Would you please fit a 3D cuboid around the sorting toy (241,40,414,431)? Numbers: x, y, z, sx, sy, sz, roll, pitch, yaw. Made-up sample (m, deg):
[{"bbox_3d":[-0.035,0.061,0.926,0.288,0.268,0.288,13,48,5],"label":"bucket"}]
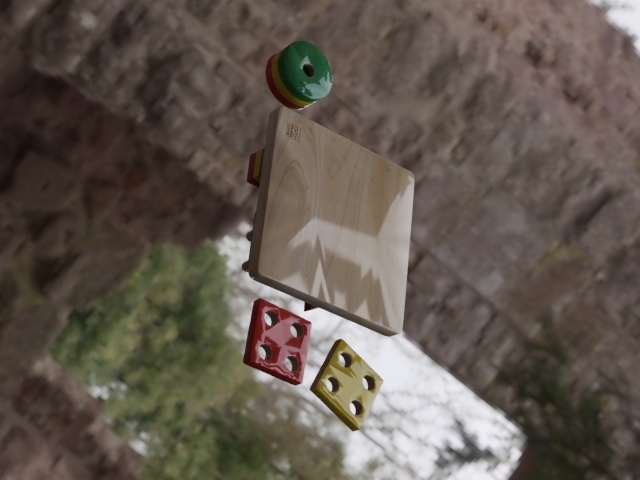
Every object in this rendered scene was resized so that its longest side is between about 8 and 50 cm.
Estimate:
[{"bbox_3d":[0.000,0.000,1.030,0.046,0.132,0.274,-24,-129,46],"label":"sorting toy"}]
